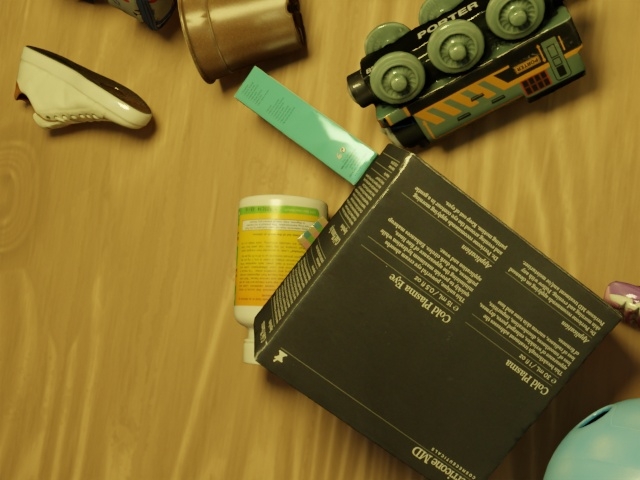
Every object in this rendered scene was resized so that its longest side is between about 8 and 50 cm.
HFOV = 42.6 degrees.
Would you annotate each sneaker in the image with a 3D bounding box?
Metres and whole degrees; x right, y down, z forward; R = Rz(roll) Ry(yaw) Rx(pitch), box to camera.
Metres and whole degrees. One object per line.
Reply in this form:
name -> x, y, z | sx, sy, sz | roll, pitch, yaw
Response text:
sneaker -> -0.409, -0.228, 1.403 | 0.290, 0.106, 0.123 | 28, 103, 26
sneaker -> 0.497, 0.074, 1.075 | 0.236, 0.095, 0.104 | 9, 80, 14

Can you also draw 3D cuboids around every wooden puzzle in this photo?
wooden puzzle -> 0.000, 0.000, 1.171 | 0.083, 0.006, 0.049 | -42, 97, -4

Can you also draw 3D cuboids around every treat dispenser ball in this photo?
treat dispenser ball -> 0.407, 0.329, 0.966 | 0.288, 0.288, 0.288 | -2, 83, 18

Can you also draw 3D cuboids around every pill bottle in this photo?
pill bottle -> -0.060, 0.061, 1.228 | 0.136, 0.136, 0.245 | 0, 84, 18

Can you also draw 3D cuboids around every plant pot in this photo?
plant pot -> -0.117, -0.345, 1.287 | 0.165, 0.167, 0.167 | -11, 81, 10

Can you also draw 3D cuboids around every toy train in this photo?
toy train -> 0.208, -0.251, 1.154 | 0.334, 0.190, 0.142 | -27, 35, 17

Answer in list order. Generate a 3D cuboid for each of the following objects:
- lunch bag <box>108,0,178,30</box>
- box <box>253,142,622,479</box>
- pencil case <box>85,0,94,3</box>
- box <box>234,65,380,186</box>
lunch bag -> -0.228, -0.492, 1.288 | 0.115, 0.243, 0.303 | 31, 82, 1
box -> 0.138, 0.101, 1.069 | 0.343, 0.179, 0.312 | 37, 95, -10
pencil case -> -0.344, -0.612, 1.388 | 0.160, 0.184, 0.410 | 18, 89, 47
box -> -0.011, -0.168, 1.257 | 0.244, 0.100, 0.060 | 38, 97, 18
